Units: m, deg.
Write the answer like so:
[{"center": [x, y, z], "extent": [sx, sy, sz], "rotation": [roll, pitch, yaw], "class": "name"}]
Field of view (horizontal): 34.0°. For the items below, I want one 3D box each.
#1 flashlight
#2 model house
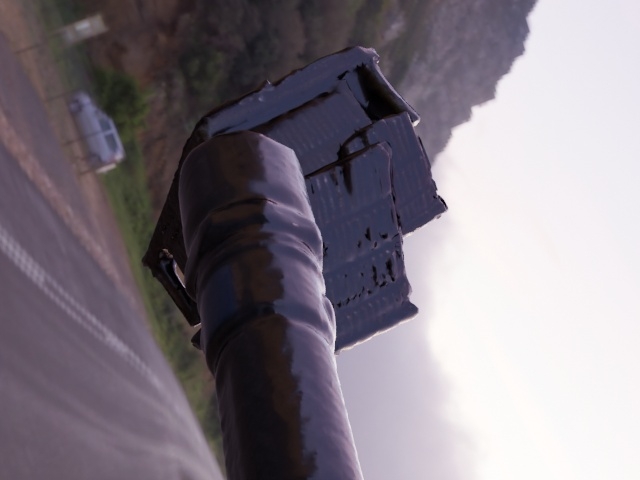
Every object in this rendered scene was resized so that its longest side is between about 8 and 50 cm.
[{"center": [-0.024, 0.078, 0.616], "extent": [0.424, 0.103, 0.103], "rotation": [-106, 180, -52], "class": "flashlight"}, {"center": [0.000, 0.000, 1.170], "extent": [0.282, 0.317, 0.297], "rotation": [51, -28, 25], "class": "model house"}]
